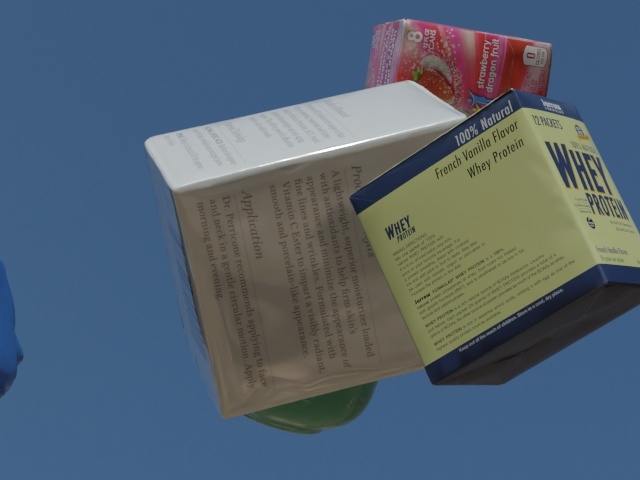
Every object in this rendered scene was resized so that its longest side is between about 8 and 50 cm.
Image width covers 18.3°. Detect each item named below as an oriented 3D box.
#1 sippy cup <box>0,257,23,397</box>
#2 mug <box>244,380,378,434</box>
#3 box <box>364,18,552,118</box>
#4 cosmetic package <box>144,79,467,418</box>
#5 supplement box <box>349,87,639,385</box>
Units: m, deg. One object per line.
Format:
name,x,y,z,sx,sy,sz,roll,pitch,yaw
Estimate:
sippy cup,-0.372,0.075,1.616,0.224,0.240,0.305,-15,-65,9
mug,-0.014,0.081,1.454,0.129,0.158,0.097,20,-80,20
box,0.096,-0.045,1.623,0.128,0.122,0.257,8,-88,-12
cosmetic package,0.000,0.000,1.243,0.184,0.151,0.151,-13,-74,-9
supplement box,0.071,0.001,0.762,0.083,0.083,0.056,-33,-20,26
